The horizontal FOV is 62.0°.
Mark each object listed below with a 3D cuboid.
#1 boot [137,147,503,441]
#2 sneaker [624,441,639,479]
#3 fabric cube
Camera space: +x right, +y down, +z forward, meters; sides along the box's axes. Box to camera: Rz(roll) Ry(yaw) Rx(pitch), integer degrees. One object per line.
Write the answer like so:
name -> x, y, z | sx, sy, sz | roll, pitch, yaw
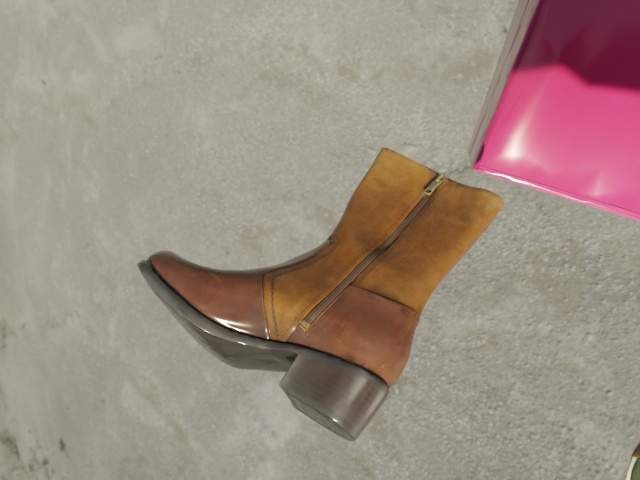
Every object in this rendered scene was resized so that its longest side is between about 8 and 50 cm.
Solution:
boot -> 0.000, 0.000, 0.514 | 0.264, 0.280, 0.096 | 24, 153, 25
sneaker -> 0.551, 0.442, 0.884 | 0.086, 0.064, 0.192 | 11, 72, 54
fabric cube -> 0.362, -0.198, 0.712 | 0.254, 0.259, 0.258 | 17, 109, 8
